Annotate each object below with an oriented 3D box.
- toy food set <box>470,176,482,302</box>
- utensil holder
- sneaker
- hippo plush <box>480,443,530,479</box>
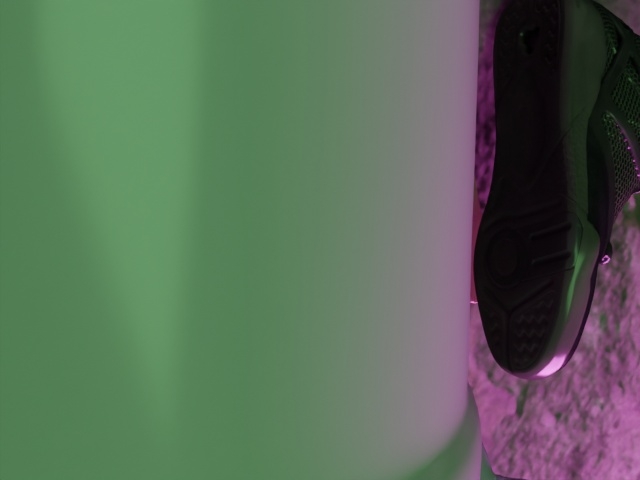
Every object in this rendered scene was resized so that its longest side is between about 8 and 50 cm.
[{"bbox_3d":[0.000,0.000,0.748,0.192,0.038,0.132,-14,107,-15],"label":"toy food set"},{"bbox_3d":[-0.094,-0.087,0.503,0.328,0.327,0.385,-7,108,-24],"label":"utensil holder"},{"bbox_3d":[0.160,-0.027,0.753,0.130,0.087,0.227,15,73,-34],"label":"sneaker"},{"bbox_3d":[-0.023,0.171,0.731,0.236,0.234,0.294,-37,142,-45],"label":"hippo plush"}]
